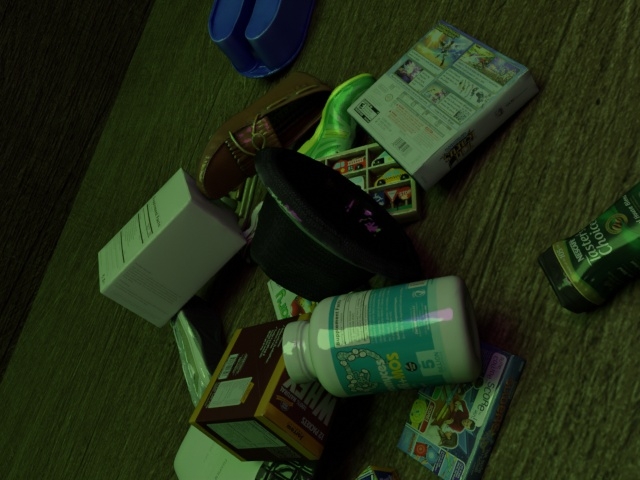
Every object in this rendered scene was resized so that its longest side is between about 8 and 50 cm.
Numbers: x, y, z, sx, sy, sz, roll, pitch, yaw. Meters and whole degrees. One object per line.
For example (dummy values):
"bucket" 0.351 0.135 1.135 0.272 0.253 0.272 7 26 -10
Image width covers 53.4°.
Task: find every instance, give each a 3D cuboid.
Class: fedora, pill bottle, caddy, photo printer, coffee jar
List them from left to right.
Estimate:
"photo printer" -0.151 0.432 1.208 0.256 0.107 0.307 -61 37 8
"caddy" -0.146 -0.604 1.703 0.241 0.179 0.342 7 76 28
"fedora" 0.000 0.000 0.991 0.152 0.334 0.334 -51 39 18
"pill bottle" 0.084 0.141 0.899 0.264 0.146 0.146 -12 59 19
"coffee jar" 0.369 0.010 0.802 0.184 0.079 0.096 -43 42 29

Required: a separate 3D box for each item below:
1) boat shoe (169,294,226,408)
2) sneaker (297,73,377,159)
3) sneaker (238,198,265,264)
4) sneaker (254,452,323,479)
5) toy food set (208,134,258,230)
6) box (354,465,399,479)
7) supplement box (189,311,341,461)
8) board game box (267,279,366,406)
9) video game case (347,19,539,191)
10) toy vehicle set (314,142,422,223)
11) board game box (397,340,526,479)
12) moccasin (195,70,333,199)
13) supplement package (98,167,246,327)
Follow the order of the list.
"boat shoe" -0.288 0.244 1.479 0.103 0.118 0.320 -48 47 17
"sneaker" 0.044 -0.205 1.328 0.123 0.109 0.296 39 103 31
"sneaker" -0.128 -0.016 1.466 0.178 0.072 0.077 -56 49 28
"sneaker" -0.066 0.448 1.039 0.101 0.106 0.267 18 73 38
"toy food set" -0.266 -0.148 1.674 0.219 0.092 0.306 -5 67 50
"box" 0.055 0.426 0.992 0.169 0.059 0.054 -52 40 20
"supplement box" -0.076 0.244 1.047 0.194 0.129 0.191 -19 35 43
"board game box" 0.009 0.146 1.187 0.193 0.053 0.305 -45 46 28
"video game case" 0.201 -0.244 1.119 0.244 0.061 0.269 -43 41 8
"toy vehicle set" 0.055 -0.093 1.202 0.266 0.035 0.166 -12 60 22
"board game box" 0.201 0.241 0.928 0.136 0.035 0.201 21 88 54
"moccasin" -0.121 -0.228 1.435 0.380 0.139 0.147 -39 43 -18
"supplement package" -0.344 0.017 1.464 0.293 0.177 0.175 -44 34 8
